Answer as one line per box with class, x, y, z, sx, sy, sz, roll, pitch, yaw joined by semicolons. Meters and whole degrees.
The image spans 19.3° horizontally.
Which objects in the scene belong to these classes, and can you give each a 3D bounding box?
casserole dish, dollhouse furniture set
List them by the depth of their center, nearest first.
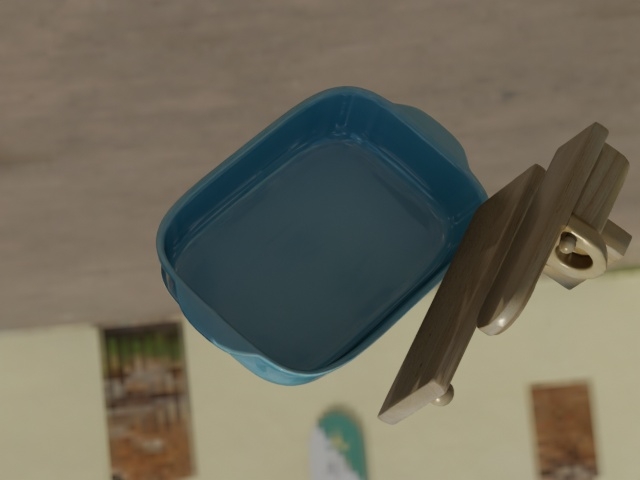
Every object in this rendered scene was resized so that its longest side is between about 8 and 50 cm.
dollhouse furniture set;0.139;0.047;0.814;0.151;0.123;0.144;34;150;-9
casserole dish;0.000;0.000;0.907;0.188;0.114;0.037;-41;167;-36
